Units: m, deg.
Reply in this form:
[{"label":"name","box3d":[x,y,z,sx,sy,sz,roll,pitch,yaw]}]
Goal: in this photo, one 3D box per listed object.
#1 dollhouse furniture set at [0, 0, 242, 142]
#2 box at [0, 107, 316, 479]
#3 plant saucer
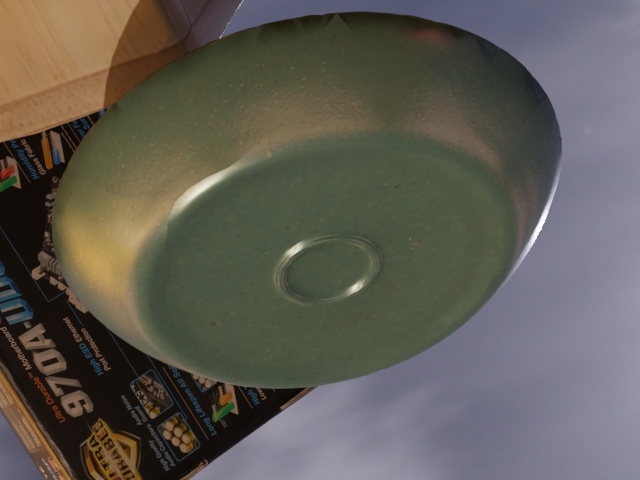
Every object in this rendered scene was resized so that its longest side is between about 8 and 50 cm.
[{"label":"dollhouse furniture set","box3d":[-0.239,-0.129,0.455,0.394,0.256,0.362,-16,-155,21]},{"label":"box","box3d":[-0.103,0.012,0.825,0.175,0.220,0.051,-35,-176,-26]},{"label":"plant saucer","box3d":[0.000,0.000,0.368,0.119,0.119,0.021,-27,-130,15]}]
